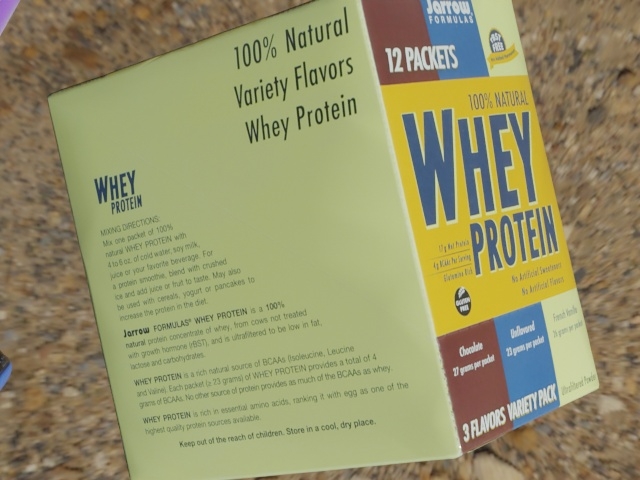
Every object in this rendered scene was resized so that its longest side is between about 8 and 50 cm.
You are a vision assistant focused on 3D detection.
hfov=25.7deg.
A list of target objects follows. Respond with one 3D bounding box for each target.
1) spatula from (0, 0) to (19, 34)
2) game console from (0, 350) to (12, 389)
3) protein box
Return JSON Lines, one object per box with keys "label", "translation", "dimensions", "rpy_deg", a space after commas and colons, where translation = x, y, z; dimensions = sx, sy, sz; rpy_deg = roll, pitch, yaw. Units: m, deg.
{"label": "spatula", "translation": [-0.190, -0.032, 0.341], "dimensions": [0.030, 0.296, 0.084], "rpy_deg": [50, 122, 20]}
{"label": "game console", "translation": [-0.381, 0.151, 0.913], "dimensions": [0.293, 0.250, 0.173], "rpy_deg": [-41, 99, 11]}
{"label": "protein box", "translation": [0.000, 0.000, 0.685], "dimensions": [0.199, 0.136, 0.201], "rpy_deg": [-13, 90, 37]}
